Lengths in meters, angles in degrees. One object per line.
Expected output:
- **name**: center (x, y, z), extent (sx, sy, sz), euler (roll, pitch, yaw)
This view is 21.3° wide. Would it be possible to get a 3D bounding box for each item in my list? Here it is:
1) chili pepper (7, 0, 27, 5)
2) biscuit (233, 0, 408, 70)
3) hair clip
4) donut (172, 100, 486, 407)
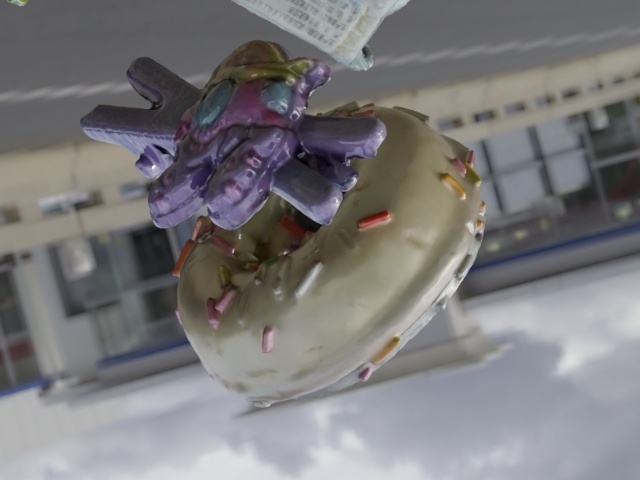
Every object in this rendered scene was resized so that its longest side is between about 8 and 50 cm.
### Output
- **chili pepper**: center (-0.382, -0.306, 2.137), extent (0.030, 0.017, 0.083), euler (22, -173, -3)
- **biscuit**: center (-0.041, -0.275, 1.515), extent (0.186, 0.309, 0.079), euler (-54, -161, 33)
- **hair clip**: center (-0.070, -0.063, 1.081), extent (0.137, 0.090, 0.278), euler (-53, -155, -15)
- **donut**: center (0.000, 0.000, 1.817), extent (0.382, 0.142, 0.382), euler (-30, -150, 20)
